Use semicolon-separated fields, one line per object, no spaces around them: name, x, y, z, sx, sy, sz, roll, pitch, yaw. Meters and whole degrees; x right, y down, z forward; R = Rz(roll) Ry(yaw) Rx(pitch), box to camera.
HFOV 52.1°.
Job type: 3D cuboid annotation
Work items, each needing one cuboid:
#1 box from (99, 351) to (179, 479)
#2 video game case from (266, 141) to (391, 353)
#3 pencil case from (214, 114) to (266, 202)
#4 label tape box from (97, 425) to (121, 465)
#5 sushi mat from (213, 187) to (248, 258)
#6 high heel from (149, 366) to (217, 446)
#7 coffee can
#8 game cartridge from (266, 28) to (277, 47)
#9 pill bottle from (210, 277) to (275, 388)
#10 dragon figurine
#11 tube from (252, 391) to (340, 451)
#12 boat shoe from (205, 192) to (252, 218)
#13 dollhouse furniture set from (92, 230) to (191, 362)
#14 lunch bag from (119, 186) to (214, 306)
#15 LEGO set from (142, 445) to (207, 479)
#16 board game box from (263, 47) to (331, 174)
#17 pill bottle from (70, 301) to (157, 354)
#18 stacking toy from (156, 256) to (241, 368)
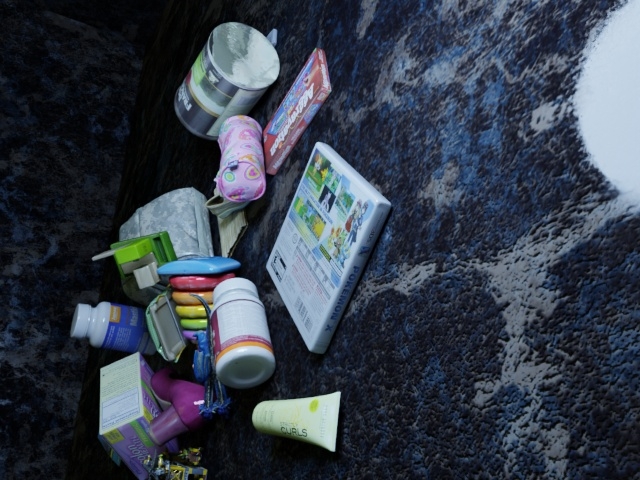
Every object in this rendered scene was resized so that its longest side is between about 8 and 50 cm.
box;-0.480;0.463;1.740;0.243;0.117;0.213;-116;3;-55
video game case;0.000;0.000;1.243;0.300;0.036;0.329;-67;26;18
pencil case;-0.196;-0.203;1.604;0.124;0.124;0.284;-60;21;29
label tape box;-0.596;0.543;2.066;0.348;0.115;0.249;-2;76;60
sushi mat;-0.252;-0.092;1.811;0.151;0.019;0.316;-58;31;33
high heel;-0.338;0.392;1.697;0.181;0.127;0.377;-32;19;-3
coffee can;-0.260;-0.428;1.792;0.275;0.202;0.201;-37;45;52
game cartridge;-0.144;-0.551;1.836;0.083;0.017;0.056;-35;50;53
pill bottle;-0.169;0.190;1.381;0.121;0.121;0.221;-59;31;31
dragon figurine;-0.241;0.264;1.463;0.144;0.085;0.289;-118;26;-64
tube;-0.038;0.309;1.138;0.240;0.062;0.070;-18;101;55
boat shoe;-0.228;-0.116;1.684;0.190;0.072;0.068;-33;43;36
dollhouse furniture set;-0.440;0.149;1.641;0.197;0.151;0.301;-51;-55;-73
lunch bag;-0.416;0.021;1.865;0.256;0.213;0.305;-39;44;26
LEGO set;-0.400;0.639;1.529;0.255;0.192;0.331;-5;72;63
board game box;-0.061;-0.295;1.527;0.281;0.027;0.145;-50;36;41
pill bottle;-0.668;0.285;2.155;0.152;0.272;0.152;-38;45;51
stacking toy;-0.287;0.193;1.615;0.166;0.175;0.301;-9;-84;-73
